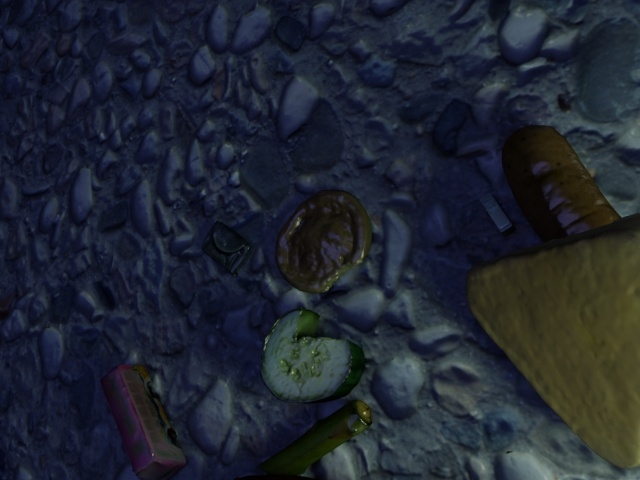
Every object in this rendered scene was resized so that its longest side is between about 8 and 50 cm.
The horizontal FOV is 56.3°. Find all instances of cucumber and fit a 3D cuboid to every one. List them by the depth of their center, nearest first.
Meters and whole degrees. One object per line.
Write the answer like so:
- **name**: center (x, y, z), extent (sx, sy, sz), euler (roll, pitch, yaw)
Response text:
- **cucumber**: center (-0.018, 0.244, 1.193), extent (0.191, 0.130, 0.191), euler (-5, 77, 25)

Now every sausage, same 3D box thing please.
- **sausage**: center (0.454, 0.009, 0.977), extent (0.136, 0.123, 0.501), euler (-28, 63, -2)

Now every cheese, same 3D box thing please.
- **cheese**: center (0.410, 0.161, 0.900), extent (0.384, 0.104, 0.384), euler (40, 141, 43)

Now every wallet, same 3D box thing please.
- **wallet**: center (-0.228, 0.015, 1.428), extent (0.129, 0.026, 0.088), euler (34, 96, 32)

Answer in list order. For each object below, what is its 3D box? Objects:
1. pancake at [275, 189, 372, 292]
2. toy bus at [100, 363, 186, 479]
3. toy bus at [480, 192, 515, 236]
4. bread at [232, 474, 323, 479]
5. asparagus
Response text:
- **pancake**: center (-0.001, 0.000, 1.290), extent (0.236, 0.042, 0.223), euler (-21, 70, 25)
- **toy bus**: center (-0.417, 0.421, 1.393), extent (0.090, 0.112, 0.274), euler (-39, 61, 7)
- **toy bus**: center (0.328, -0.049, 1.112), extent (0.031, 0.037, 0.083), euler (-35, 62, 18)
- **bread**: center (-0.065, 0.508, 1.088), extent (0.246, 0.232, 0.135), euler (4, 77, 0)
- **asparagus**: center (-0.016, 0.407, 1.187), extent (0.277, 0.060, 0.067), euler (-41, 71, 16)
